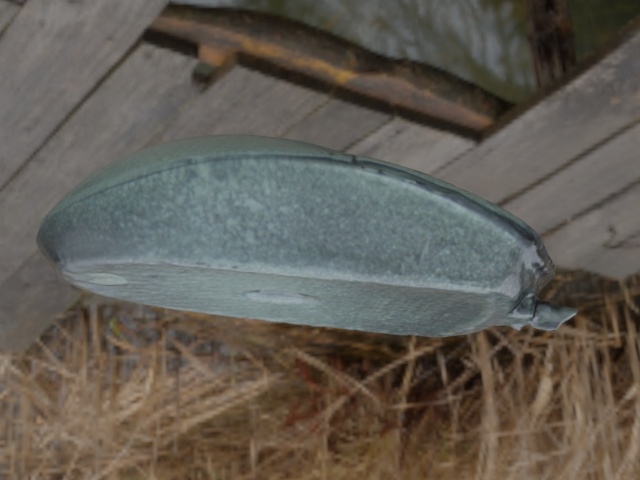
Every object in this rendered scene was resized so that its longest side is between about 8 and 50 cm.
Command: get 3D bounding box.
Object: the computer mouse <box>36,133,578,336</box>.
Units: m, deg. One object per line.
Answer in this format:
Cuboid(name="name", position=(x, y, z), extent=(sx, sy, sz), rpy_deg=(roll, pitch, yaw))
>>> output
Cuboid(name="computer mouse", position=(-0.001, -0.006, 0.459), extent=(0.229, 0.068, 0.113), rpy_deg=(7, 164, -7))
